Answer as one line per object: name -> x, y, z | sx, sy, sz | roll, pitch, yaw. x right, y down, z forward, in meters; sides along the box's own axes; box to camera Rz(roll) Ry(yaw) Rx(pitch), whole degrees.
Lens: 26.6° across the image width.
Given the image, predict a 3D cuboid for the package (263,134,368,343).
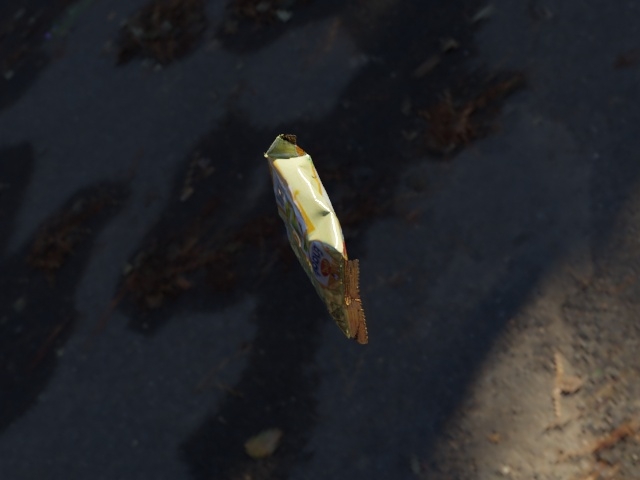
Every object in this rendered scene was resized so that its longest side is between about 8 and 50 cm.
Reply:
package -> -0.001, -0.002, 0.898 | 0.031, 0.108, 0.120 | -23, 58, -8
